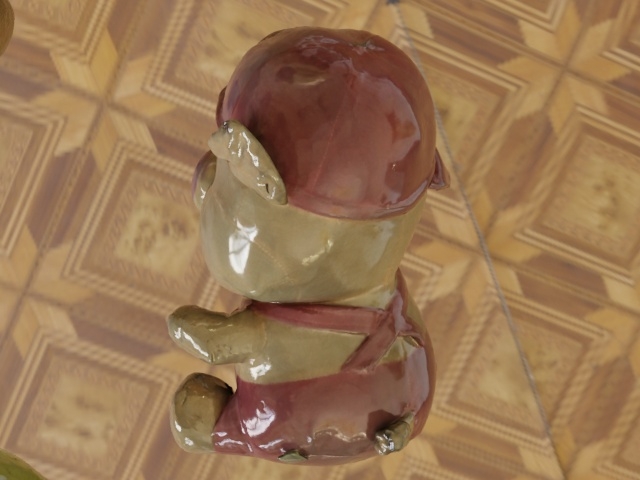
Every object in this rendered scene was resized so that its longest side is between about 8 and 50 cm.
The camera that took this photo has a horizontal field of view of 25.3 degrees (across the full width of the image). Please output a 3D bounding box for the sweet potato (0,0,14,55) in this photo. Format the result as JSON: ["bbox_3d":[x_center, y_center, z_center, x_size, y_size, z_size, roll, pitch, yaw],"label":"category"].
[{"bbox_3d":[-0.255,-0.150,1.003,0.077,0.243,0.077,-4,105,-14],"label":"sweet potato"}]

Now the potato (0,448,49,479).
[{"bbox_3d":[-0.137,0.156,0.656,0.105,0.085,0.188,-45,136,8],"label":"potato"}]

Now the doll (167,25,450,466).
[{"bbox_3d":[-0.004,0.000,0.823,0.152,0.196,0.256,4,113,5],"label":"doll"}]
